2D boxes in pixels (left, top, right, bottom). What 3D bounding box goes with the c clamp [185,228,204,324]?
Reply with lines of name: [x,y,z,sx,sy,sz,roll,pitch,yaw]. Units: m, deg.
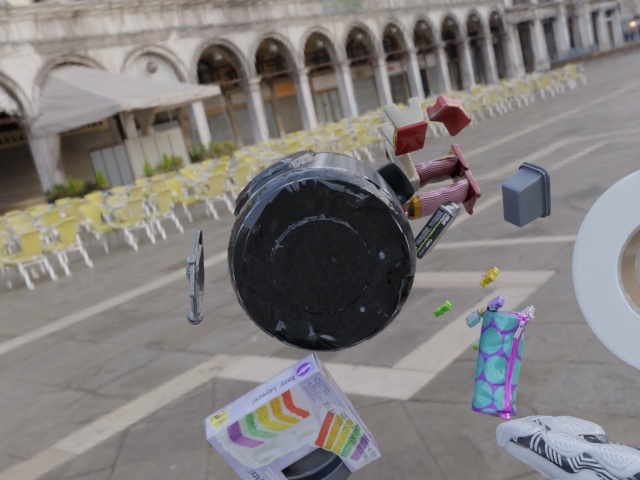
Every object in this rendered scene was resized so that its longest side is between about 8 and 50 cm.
c clamp: [-0.176,0.059,1.015,0.022,0.137,0.161,2,-36,-5]

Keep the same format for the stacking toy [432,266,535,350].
stacking toy: [0.435,0.187,1.940,0.221,0.167,0.052,-40,11,34]

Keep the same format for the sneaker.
sneaker: [0.408,0.389,1.064,0.137,0.210,0.365,1,3,-40]

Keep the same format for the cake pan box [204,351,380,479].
cake pan box: [-0.048,0.375,1.381,0.245,0.267,0.070,-29,27,4]

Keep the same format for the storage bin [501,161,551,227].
storage bin: [0.474,-0.104,1.720,0.091,0.135,0.098,-31,38,-23]

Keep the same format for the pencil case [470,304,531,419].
pencil case: [0.255,0.172,1.031,0.064,0.152,0.070,13,-8,-20]

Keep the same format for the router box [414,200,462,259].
router box: [0.244,-0.023,1.558,0.122,0.038,0.092,-56,-13,21]

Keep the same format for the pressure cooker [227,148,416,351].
pressure cooker: [0.002,0.006,1.531,0.369,0.376,0.420,7,13,1]

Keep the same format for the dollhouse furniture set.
dollhouse furniture set: [0.253,-0.169,1.638,0.201,0.152,0.374,-18,-22,-5]

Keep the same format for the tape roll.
tape roll: [0.645,0.056,1.301,0.392,0.392,0.072,-3,0,44]
